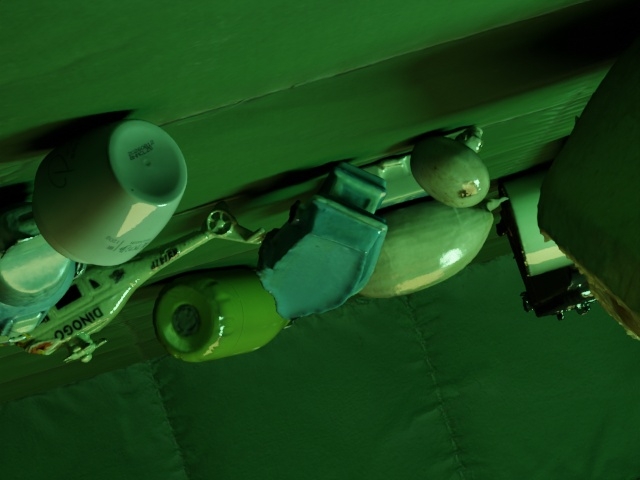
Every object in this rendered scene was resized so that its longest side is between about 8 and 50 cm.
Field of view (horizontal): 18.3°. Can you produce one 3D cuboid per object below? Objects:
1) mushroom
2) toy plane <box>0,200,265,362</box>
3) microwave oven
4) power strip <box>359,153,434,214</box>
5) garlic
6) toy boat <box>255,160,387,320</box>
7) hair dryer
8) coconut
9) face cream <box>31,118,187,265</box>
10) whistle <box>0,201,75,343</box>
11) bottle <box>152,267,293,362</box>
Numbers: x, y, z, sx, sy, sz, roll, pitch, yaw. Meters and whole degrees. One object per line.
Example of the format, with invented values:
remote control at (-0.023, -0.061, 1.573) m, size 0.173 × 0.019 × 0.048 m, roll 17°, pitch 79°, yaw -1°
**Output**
mushroom at (0.130, -0.076, 1.885) m, size 0.079 × 0.085 × 0.085 m, roll -51°, pitch -176°, yaw -16°
toy plane at (-0.191, 0.037, 1.887) m, size 0.286 × 0.108 × 0.092 m, roll -29°, pitch 174°, yaw -3°
microwave oven at (0.365, 0.000, 2.676) m, size 0.178 × 0.188 × 0.247 m, roll -15°, pitch 175°, yaw -11°
power strip at (0.066, -0.041, 2.119) m, size 0.106 × 0.043 × 0.367 m, roll -16°, pitch 174°, yaw -4°
garlic at (0.106, -0.005, 2.043) m, size 0.198 × 0.090 × 0.128 m, roll -23°, pitch -171°, yaw 2°
toy boat at (0.002, 0.003, 1.932) m, size 0.109 × 0.098 × 0.238 m, roll 23°, pitch 153°, yaw -6°
hair dryer at (0.320, -0.066, 2.359) m, size 0.203 × 0.128 × 0.362 m, roll -16°, pitch 167°, yaw 2°
coconut at (0.391, -0.035, 1.579) m, size 0.405 × 0.404 × 0.404 m, roll -17°, pitch 175°, yaw -2°
face cream at (-0.142, -0.034, 1.337) m, size 0.091 × 0.091 × 0.095 m, roll -11°, pitch 165°, yaw -44°
whistle at (-0.244, 0.014, 1.584) m, size 0.180 × 0.093 × 0.269 m, roll -15°, pitch 168°, yaw -19°
bottle at (-0.109, 0.091, 2.557) m, size 0.112 × 0.112 × 0.260 m, roll -19°, pitch 174°, yaw 26°
